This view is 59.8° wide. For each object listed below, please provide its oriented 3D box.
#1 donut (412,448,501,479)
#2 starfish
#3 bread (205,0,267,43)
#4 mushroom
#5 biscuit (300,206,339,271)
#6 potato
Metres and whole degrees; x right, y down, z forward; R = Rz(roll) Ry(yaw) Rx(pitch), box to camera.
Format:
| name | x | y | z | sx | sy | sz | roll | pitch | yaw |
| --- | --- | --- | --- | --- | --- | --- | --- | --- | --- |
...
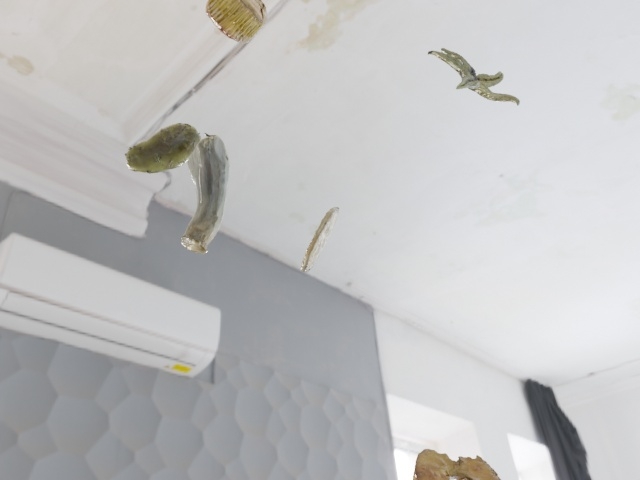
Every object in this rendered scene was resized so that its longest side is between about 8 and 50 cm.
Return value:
| name | x | y | z | sx | sy | sz | roll | pitch | yaw |
| --- | --- | --- | --- | --- | --- | --- | --- | --- | --- |
| donut | 0.150 | 0.279 | 0.608 | 0.108 | 0.097 | 0.043 | 14 | -62 | -3 |
| starfish | 0.326 | -0.345 | 1.186 | 0.217 | 0.223 | 0.050 | -27 | -32 | -53 |
| bread | -0.201 | -0.550 | 1.327 | 0.114 | 0.190 | 0.132 | -36 | -59 | 25 |
| mushroom | -0.251 | -0.106 | 1.228 | 0.096 | 0.278 | 0.099 | 3 | -14 | -9 |
| biscuit | 0.000 | 0.000 | 1.136 | 0.020 | 0.152 | 0.152 | 26 | -37 | 7 |
| potato | -0.448 | -0.260 | 1.596 | 0.225 | 0.117 | 0.090 | -26 | -2 | -10 |
